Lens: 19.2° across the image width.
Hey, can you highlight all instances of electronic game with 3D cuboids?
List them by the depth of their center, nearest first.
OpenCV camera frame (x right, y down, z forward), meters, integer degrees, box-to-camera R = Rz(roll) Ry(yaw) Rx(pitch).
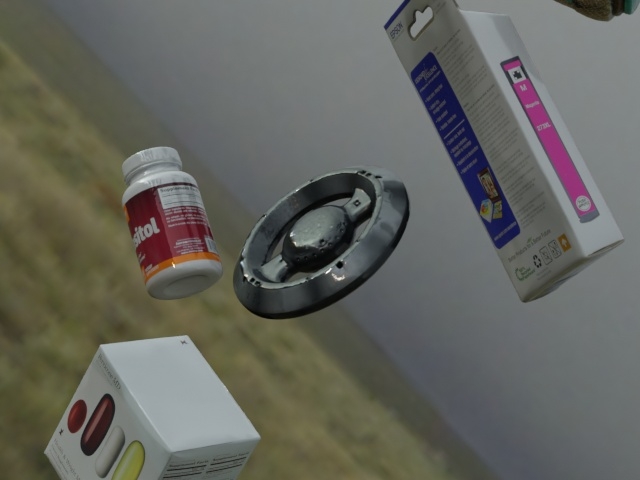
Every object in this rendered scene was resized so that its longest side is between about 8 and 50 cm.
[{"bbox_3d":[0.000,0.000,2.137,0.048,0.229,0.229,53,-5,-33],"label":"electronic game"}]

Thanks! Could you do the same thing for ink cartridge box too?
[{"bbox_3d":[0.201,-0.124,2.135,0.371,0.069,0.176,62,-24,8],"label":"ink cartridge box"}]

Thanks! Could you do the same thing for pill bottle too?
[{"bbox_3d":[-0.165,-0.019,2.037,0.086,0.086,0.152,50,21,-68],"label":"pill bottle"}]

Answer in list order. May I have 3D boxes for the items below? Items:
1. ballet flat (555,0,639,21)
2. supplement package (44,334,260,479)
[{"bbox_3d":[0.367,-0.449,2.151,0.182,0.483,0.164,25,-29,20],"label":"ballet flat"},{"bbox_3d":[-0.219,0.264,2.422,0.149,0.203,0.194,-4,44,-43],"label":"supplement package"}]
